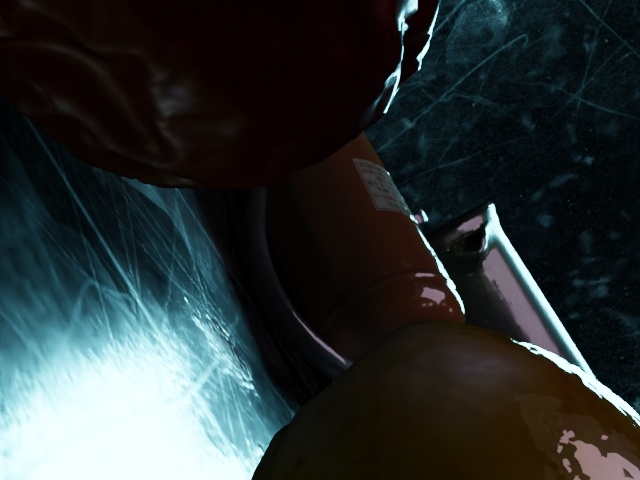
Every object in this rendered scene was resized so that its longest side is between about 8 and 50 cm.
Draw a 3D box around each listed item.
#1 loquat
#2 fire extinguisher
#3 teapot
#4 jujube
[{"bbox_3d":[0.071,0.142,0.418,0.227,0.179,0.179,57,6,7],"label":"loquat"},{"bbox_3d":[-0.003,0.008,0.870,0.200,0.113,0.376,-1,48,-33],"label":"fire extinguisher"},{"bbox_3d":[0.159,0.129,1.161,0.337,0.200,0.270,58,-19,0],"label":"teapot"},{"bbox_3d":[-0.086,-0.157,0.404,0.342,0.216,0.216,48,13,-51],"label":"jujube"}]
